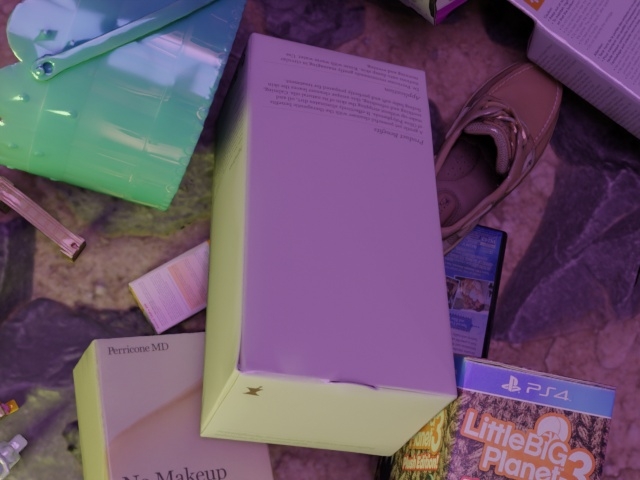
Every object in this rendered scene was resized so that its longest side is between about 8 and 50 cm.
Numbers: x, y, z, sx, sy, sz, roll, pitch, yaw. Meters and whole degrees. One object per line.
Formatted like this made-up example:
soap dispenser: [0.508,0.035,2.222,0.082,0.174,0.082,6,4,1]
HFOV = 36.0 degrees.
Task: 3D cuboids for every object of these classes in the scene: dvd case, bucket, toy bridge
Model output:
dvd case: [0.099,0.091,1.073,0.180,0.022,0.253,14,77,-9]
bucket: [-0.192,-0.171,0.947,0.183,0.281,0.281,20,77,-12]
toy bridge: [-0.321,-0.047,0.999,0.188,0.063,0.026,37,75,-3]

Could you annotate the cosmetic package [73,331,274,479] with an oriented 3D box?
cosmetic package: [-0.129,0.248,0.913,0.160,0.113,0.310,-3,70,-25]

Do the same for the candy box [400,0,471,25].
candy box: [0.104,-0.354,1.077,0.159,0.071,0.233,-37,56,-15]

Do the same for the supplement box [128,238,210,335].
supplement box: [-0.143,0.050,1.028,0.098,0.036,0.062,-29,86,-14]

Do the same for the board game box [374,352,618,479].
board game box: [0.141,0.258,0.926,0.141,0.232,0.291,13,83,-8]

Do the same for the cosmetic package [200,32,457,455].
cosmetic package: [0.000,0.000,0.933,0.196,0.155,0.366,11,57,-16]

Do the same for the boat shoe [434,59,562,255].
boat shoe: [0.186,-0.100,1.074,0.109,0.098,0.302,42,66,1]

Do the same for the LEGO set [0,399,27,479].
LEGO set: [-0.398,0.119,0.931,0.287,0.107,0.132,37,75,-2]

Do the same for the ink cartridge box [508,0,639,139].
ink cartridge box: [0.384,-0.291,1.153,0.330,0.071,0.324,37,66,0]
